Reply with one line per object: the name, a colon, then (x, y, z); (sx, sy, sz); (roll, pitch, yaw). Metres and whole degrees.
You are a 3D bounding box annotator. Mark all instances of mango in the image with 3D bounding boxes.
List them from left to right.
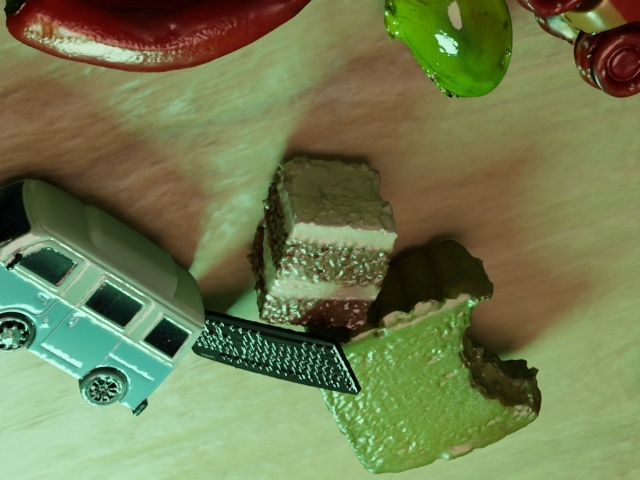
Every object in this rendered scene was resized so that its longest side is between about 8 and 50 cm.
mango: (0.135, -0.216, 1.773); (0.100, 0.119, 0.178); (-55, 140, -25)

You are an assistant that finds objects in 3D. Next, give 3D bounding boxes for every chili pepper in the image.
chili pepper: (-0.170, -0.233, 1.729); (0.368, 0.092, 0.137); (-2, 107, -16)

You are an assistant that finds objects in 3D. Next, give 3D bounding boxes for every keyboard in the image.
keyboard: (-0.063, 0.120, 1.929); (0.250, 0.017, 0.087); (10, 137, 40)

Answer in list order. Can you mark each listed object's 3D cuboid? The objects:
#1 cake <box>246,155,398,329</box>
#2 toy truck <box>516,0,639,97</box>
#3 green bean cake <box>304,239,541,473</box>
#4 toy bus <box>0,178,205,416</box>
cake: (0.000, 0.000, 1.881); (0.134, 0.135, 0.147); (2, 130, -12)
toy truck: (0.287, -0.297, 1.689); (0.239, 0.189, 0.265); (-40, 121, 9)
green bean cake: (0.116, 0.132, 2.004); (0.233, 0.124, 0.236); (-21, 126, 7)
toy bus: (-0.261, 0.048, 1.878); (0.271, 0.133, 0.165); (34, 110, -31)
